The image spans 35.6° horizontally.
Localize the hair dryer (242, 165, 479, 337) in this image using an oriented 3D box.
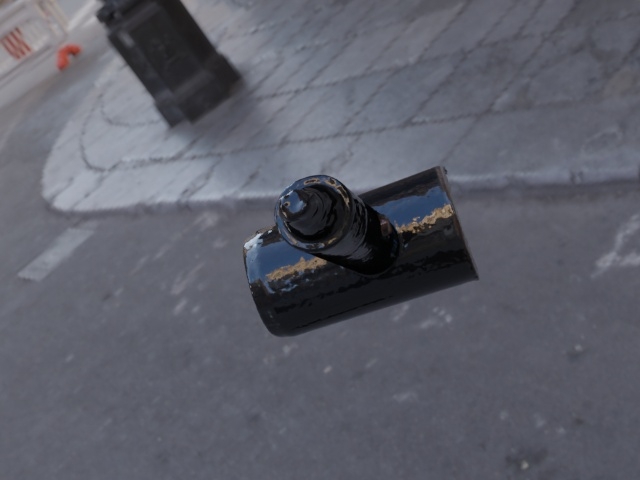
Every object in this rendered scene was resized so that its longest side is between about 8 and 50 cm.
[{"bbox_3d":[0.000,0.000,0.492,0.128,0.070,0.255,-19,-10,11],"label":"hair dryer"}]
